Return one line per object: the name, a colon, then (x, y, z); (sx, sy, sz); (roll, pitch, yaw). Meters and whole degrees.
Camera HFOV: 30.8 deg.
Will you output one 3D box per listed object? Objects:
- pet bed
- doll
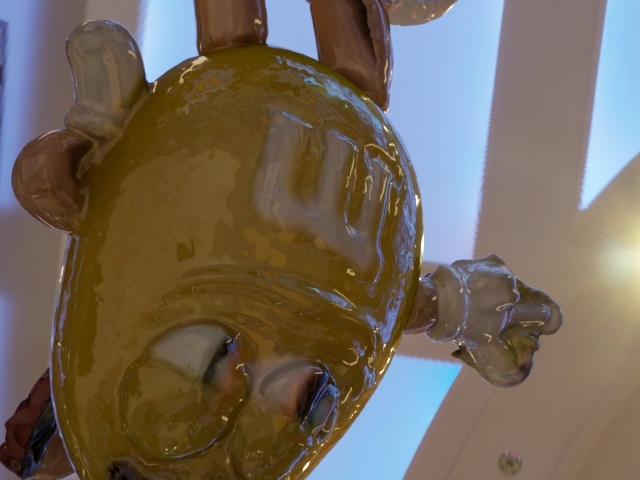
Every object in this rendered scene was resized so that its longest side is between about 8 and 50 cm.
pet bed: (-0.241, 0.166, 1.182); (0.053, 0.201, 0.201); (35, -83, 18)
doll: (-0.014, -0.034, 0.698); (0.348, 0.161, 0.423); (-15, -88, -28)
